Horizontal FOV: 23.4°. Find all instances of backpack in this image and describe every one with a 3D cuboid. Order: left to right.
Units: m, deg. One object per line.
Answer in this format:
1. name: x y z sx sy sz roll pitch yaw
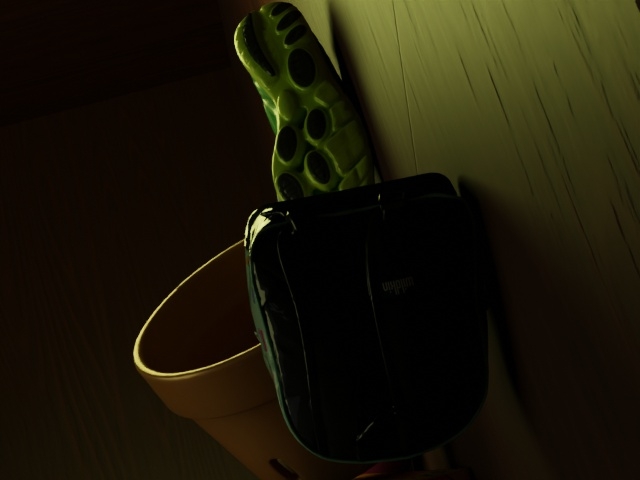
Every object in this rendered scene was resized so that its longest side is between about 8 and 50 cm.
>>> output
1. backpack: 0.036 0.056 1.090 0.144 0.165 0.188 -122 20 -82

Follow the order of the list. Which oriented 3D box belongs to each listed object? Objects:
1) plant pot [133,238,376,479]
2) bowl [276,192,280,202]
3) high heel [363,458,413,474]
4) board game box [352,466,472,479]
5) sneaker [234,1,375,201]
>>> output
1. plant pot: -0.022 0.127 1.627 0.203 0.290 0.291 59 -177 -22
2. bowl: 0.000 0.000 2.064 0.170 0.080 0.170 164 90 -86
3. high heel: 0.108 0.354 2.044 0.181 0.127 0.377 44 164 12
4. board game box: -0.028 0.449 1.542 0.356 0.356 0.357 153 102 -69
5. sneaker: -0.001 -0.119 1.614 0.123 0.109 0.296 45 -156 -57
